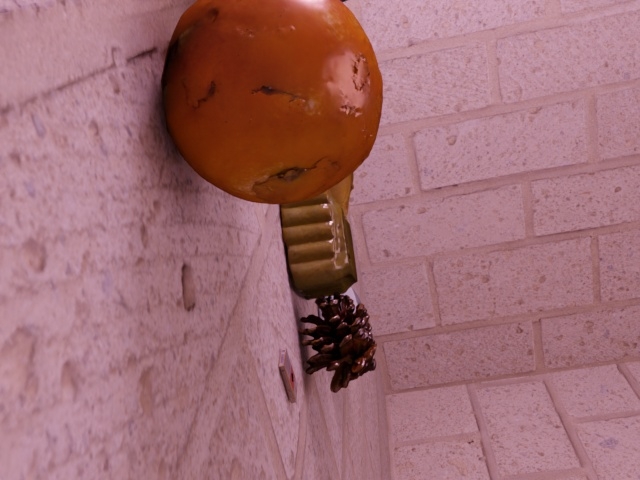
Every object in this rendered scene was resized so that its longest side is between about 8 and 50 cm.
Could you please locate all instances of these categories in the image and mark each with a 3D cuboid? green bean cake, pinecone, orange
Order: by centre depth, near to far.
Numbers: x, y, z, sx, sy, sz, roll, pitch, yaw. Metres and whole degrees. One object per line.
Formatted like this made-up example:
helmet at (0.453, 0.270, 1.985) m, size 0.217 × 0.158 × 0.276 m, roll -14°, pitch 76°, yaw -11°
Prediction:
orange at (-0.053, -0.158, 0.704) m, size 0.246 × 0.246 × 0.246 m, roll -9°, pitch 90°, yaw -83°
pinecone at (0.037, 0.201, 1.294) m, size 0.179 × 0.150 × 0.195 m, roll -50°, pitch 129°, yaw -81°
green bean cake at (0.000, 0.000, 1.383) m, size 0.236 × 0.124 × 0.232 m, roll 51°, pitch 30°, yaw -75°

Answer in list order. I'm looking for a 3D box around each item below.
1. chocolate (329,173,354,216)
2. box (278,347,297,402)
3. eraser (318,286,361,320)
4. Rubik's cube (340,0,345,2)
chocolate at (0.008, -0.197, 1.646) m, size 0.445 × 0.162 × 0.162 m, roll 72°, pitch 10°, yaw -60°
box at (-0.054, 0.228, 1.088) m, size 0.046 × 0.012 × 0.083 m, roll -88°, pitch 167°, yaw -60°
eraser at (0.064, 0.211, 1.721) m, size 0.290 × 0.104 × 0.189 m, roll 54°, pitch 23°, yaw -76°
Rubik's cube at (-0.051, -0.485, 0.898) m, size 0.260 × 0.259 × 0.254 m, roll 14°, pitch 67°, yaw -66°
